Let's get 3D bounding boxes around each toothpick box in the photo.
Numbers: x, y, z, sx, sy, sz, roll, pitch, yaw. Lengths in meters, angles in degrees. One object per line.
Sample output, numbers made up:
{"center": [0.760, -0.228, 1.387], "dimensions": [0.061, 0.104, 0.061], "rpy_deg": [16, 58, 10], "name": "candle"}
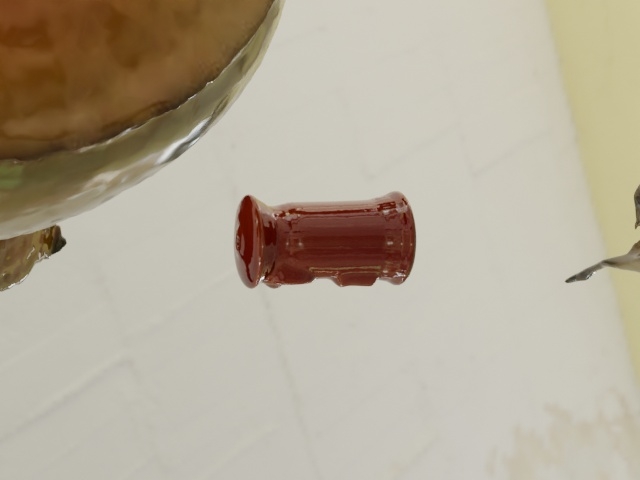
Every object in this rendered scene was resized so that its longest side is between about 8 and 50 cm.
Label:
{"center": [0.000, 0.000, 0.763], "dimensions": [0.083, 0.047, 0.047], "rpy_deg": [-2, -82, -18], "name": "toothpick box"}

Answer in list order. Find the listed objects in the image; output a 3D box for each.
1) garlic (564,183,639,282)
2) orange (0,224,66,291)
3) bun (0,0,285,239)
{"center": [0.281, -0.067, 0.795], "dimensions": [0.151, 0.196, 0.338], "rpy_deg": [27, -77, -31], "name": "garlic"}
{"center": [-0.287, -0.106, 0.962], "dimensions": [0.196, 0.263, 0.334], "rpy_deg": [60, -135, -66], "name": "orange"}
{"center": [-0.160, -0.143, 0.609], "dimensions": [0.299, 0.165, 0.299], "rpy_deg": [7, -103, -29], "name": "bun"}
